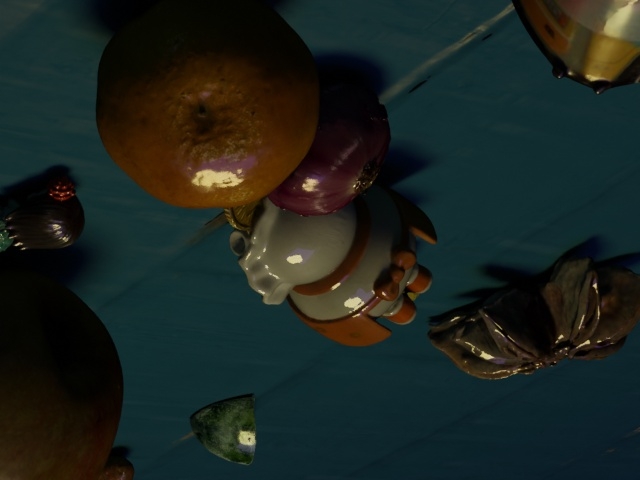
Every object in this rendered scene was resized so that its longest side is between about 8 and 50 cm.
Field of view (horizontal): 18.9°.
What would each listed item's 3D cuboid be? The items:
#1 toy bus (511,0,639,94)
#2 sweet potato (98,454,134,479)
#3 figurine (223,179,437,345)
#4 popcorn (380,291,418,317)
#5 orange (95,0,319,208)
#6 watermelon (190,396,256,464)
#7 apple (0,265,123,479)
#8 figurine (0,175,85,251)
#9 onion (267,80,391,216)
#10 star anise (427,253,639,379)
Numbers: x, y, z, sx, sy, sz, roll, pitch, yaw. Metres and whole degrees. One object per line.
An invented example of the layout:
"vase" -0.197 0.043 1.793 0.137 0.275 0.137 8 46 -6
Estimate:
"toy bus" 0.315 -0.214 1.233 0.386 0.171 0.162 -7 146 -13
"sweet potato" -0.288 0.293 2.221 0.214 0.050 0.050 -26 154 35
"figurine" 0.009 0.003 1.595 0.143 0.143 0.271 -19 158 15
"popcorn" 0.057 0.038 1.800 0.059 0.068 0.083 -47 143 -29
"orange" -0.077 -0.098 1.314 0.154 0.155 0.134 -15 -161 5
"watermelon" -0.101 0.201 2.125 0.085 0.085 0.061 -27 -177 30
"apple" -0.290 0.148 1.619 0.234 0.257 0.257 -29 152 23
"figurine" -0.240 -0.018 1.535 0.106 0.047 0.060 -10 122 13
"onion" -0.001 -0.073 1.477 0.104 0.115 0.115 28 169 22
"star anise" 0.223 0.082 1.956 0.236 0.093 0.229 -20 162 27
